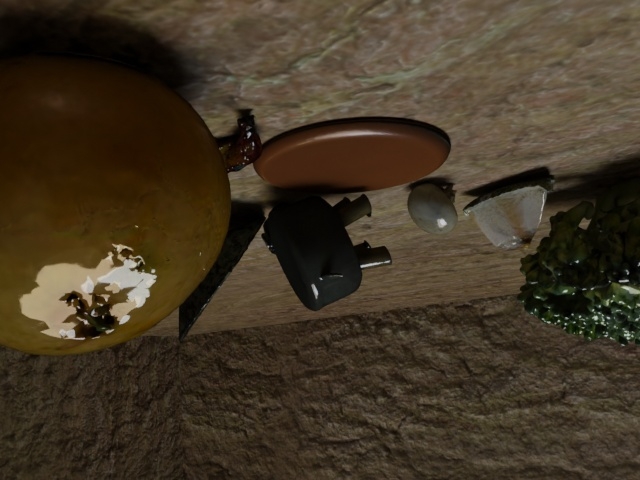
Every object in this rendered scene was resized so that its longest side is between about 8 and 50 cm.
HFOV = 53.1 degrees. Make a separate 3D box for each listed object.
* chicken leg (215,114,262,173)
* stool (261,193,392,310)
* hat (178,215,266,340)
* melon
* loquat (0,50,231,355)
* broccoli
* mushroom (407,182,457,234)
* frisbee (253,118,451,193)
[{"bbox_3d":[-0.095,-0.104,0.715,0.062,0.037,0.145,19,159,-31],"label":"chicken leg"},{"bbox_3d":[-0.002,-0.007,0.936,0.139,0.228,0.153,-24,141,-14],"label":"stool"},{"bbox_3d":[-0.206,0.033,1.045,0.128,0.265,0.265,32,160,-9],"label":"hat"},{"bbox_3d":[0.295,-0.042,1.008,0.140,0.093,0.202,2,164,8],"label":"melon"},{"bbox_3d":[-0.208,-0.034,0.542,0.263,0.263,0.263,-4,168,-1],"label":"loquat"},{"bbox_3d":[0.485,0.056,1.002,0.324,0.272,0.334,-26,165,-11],"label":"broccoli"},{"bbox_3d":[0.177,-0.054,0.963,0.079,0.085,0.085,-37,-178,-24],"label":"mushroom"},{"bbox_3d":[0.040,-0.099,0.812,0.251,0.021,0.251,-3,169,-1],"label":"frisbee"}]
